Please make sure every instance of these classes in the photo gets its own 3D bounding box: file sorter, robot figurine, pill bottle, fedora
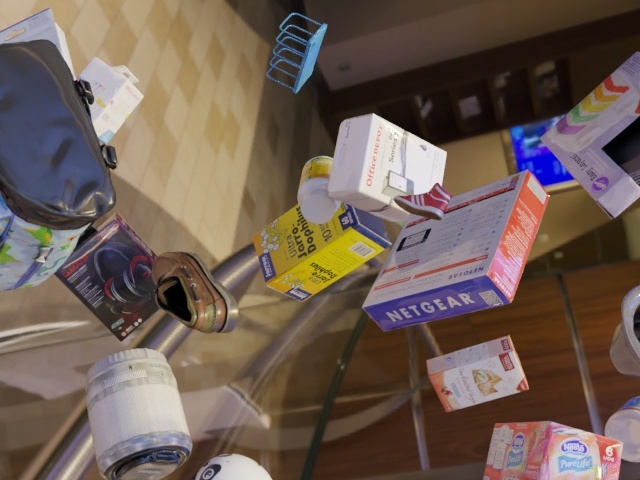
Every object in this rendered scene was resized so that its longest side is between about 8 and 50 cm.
[{"bbox_3d":[-0.069,-0.521,2.137,0.118,0.104,0.170,-61,176,-45],"label":"file sorter"},{"bbox_3d":[-0.200,0.524,1.440,0.173,0.278,0.209,19,27,-38],"label":"robot figurine"},{"bbox_3d":[0.000,-0.131,2.049,0.208,0.117,0.117,-82,156,-58],"label":"pill bottle"},{"bbox_3d":[0.725,0.225,1.694,0.275,0.124,0.243,-26,76,-36],"label":"fedora"},{"bbox_3d":[0.774,0.445,1.869,0.221,0.124,0.124,-7,84,-55],"label":"pill bottle"}]

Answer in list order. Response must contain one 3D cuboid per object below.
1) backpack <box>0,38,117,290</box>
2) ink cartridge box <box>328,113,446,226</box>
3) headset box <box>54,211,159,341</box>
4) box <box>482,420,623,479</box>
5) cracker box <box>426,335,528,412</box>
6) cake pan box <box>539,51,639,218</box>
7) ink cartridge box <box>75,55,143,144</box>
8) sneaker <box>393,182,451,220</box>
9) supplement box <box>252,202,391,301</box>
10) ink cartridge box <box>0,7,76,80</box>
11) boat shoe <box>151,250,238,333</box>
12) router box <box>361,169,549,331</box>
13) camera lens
[{"bbox_3d":[-0.467,-0.068,1.134,0.290,0.273,0.355,66,-30,14],"label":"backpack"},{"bbox_3d":[0.167,-0.164,1.893,0.273,0.115,0.198,20,75,-37],"label":"ink cartridge box"},{"bbox_3d":[-0.547,0.085,2.058,0.293,0.218,0.110,51,-3,-17],"label":"headset box"},{"bbox_3d":[0.420,0.427,1.440,0.300,0.142,0.154,113,-7,-74],"label":"box"},{"bbox_3d":[0.416,0.357,2.055,0.067,0.232,0.155,-91,156,-55],"label":"cracker box"},{"bbox_3d":[0.555,-0.194,1.401,0.070,0.246,0.267,35,22,-28],"label":"cake pan box"},{"bbox_3d":[-0.424,-0.279,1.512,0.090,0.143,0.092,35,-5,11],"label":"ink cartridge box"},{"bbox_3d":[0.203,-0.084,1.515,0.067,0.118,0.042,-59,139,-12],"label":"sneaker"},{"bbox_3d":[0.000,0.000,2.362,0.195,0.356,0.194,30,33,-49],"label":"supplement box"},{"bbox_3d":[-0.721,-0.431,1.891,0.045,0.223,0.224,53,16,-66],"label":"ink cartridge box"},{"bbox_3d":[-0.286,0.094,1.586,0.104,0.307,0.110,3,105,-38],"label":"boat shoe"},{"bbox_3d":[0.275,0.025,1.599,0.082,0.335,0.301,46,51,-20],"label":"router box"},{"bbox_3d":[-0.439,0.427,1.857,0.274,0.219,0.219,68,8,31],"label":"camera lens"}]
